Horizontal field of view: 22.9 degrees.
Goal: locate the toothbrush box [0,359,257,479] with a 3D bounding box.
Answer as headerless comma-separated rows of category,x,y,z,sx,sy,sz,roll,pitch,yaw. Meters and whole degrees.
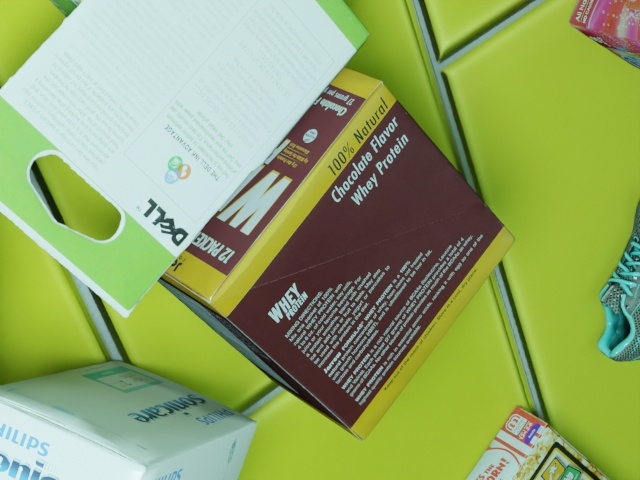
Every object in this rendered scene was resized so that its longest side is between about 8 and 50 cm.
toothbrush box,-0.173,0.243,1.049,0.296,0.126,0.216,-70,165,8

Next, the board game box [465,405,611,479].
board game box,0.201,0.260,1.448,0.147,0.045,0.193,-54,130,-7

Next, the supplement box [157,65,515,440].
supplement box,0.000,0.000,1.142,0.191,0.129,0.194,-52,130,-8

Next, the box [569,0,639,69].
box,0.330,-0.257,1.289,0.122,0.128,0.257,22,94,-39

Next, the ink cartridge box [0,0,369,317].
ink cartridge box,-0.119,-0.110,1.034,0.255,0.097,0.189,-50,129,-7

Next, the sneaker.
sneaker,0.287,0.039,1.418,0.076,0.065,0.167,-12,112,-29
